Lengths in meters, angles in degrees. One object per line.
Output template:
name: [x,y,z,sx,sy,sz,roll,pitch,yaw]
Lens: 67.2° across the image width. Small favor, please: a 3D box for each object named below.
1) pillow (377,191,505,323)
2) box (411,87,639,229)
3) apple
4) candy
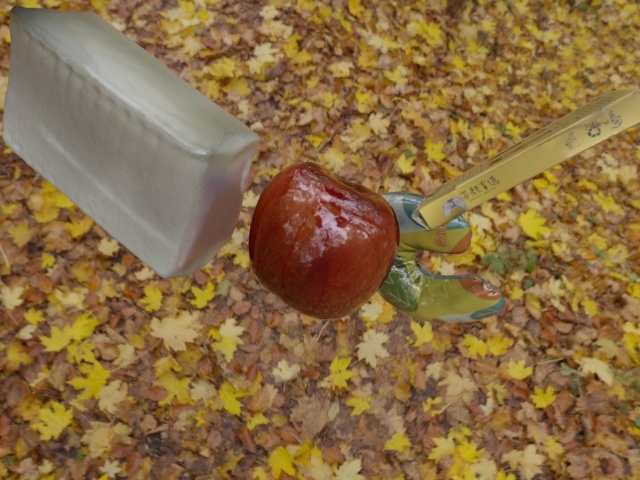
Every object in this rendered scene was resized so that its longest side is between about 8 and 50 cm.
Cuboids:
pillow: [0.147,0.028,0.712,0.214,0.234,0.086,-5,31,45]
box: [0.133,-0.053,0.322,0.149,0.073,0.020,-29,95,25]
apple: [0.000,0.000,0.580,0.181,0.181,0.169,36,100,17]
candy: [-0.263,-0.139,0.661,0.358,0.208,0.145,37,34,11]
